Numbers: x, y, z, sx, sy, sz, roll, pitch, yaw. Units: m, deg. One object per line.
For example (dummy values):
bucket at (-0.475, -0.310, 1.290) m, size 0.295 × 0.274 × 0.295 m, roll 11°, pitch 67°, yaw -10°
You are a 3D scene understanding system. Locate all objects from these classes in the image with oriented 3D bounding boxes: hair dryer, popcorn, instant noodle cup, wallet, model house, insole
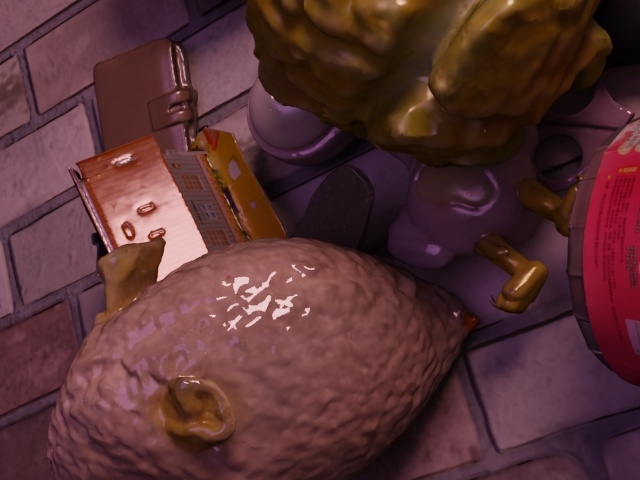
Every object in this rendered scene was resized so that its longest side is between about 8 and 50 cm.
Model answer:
hair dryer at (0.260, -0.242, 0.791) m, size 0.124 × 0.071 × 0.219 m, roll -3°, pitch 74°, yaw 30°
popcorn at (0.087, -0.191, 0.708) m, size 0.282 × 0.247 × 0.282 m, roll -3°, pitch 63°, yaw 5°
instant noodle cup at (0.274, 0.009, 0.653) m, size 0.182 × 0.258 × 0.302 m, roll 4°, pitch 72°, yaw 45°
wallet at (-0.173, -0.119, 1.039) m, size 0.118 × 0.039 × 0.152 m, roll -12°, pitch 80°, yaw 30°
model house at (-0.145, 0.027, 0.913) m, size 0.207 × 0.136 × 0.219 m, roll -39°, pitch 69°, yaw 36°
insole at (0.000, 0.000, 0.875) m, size 0.063 × 0.010 × 0.192 m, roll 53°, pitch 143°, yaw 11°

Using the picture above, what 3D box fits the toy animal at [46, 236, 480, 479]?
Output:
toy animal at (-0.043, 0.104, 0.792) m, size 0.358 × 0.226 × 0.188 m, roll -22°, pitch 50°, yaw -12°

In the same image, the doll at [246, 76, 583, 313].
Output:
doll at (0.064, -0.087, 0.861) m, size 0.365 × 0.094 × 0.160 m, roll 41°, pitch 100°, yaw 29°

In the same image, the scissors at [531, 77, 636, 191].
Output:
scissors at (0.250, -0.081, 0.793) m, size 0.212 × 0.021 × 0.110 m, roll 12°, pitch 92°, yaw 33°
